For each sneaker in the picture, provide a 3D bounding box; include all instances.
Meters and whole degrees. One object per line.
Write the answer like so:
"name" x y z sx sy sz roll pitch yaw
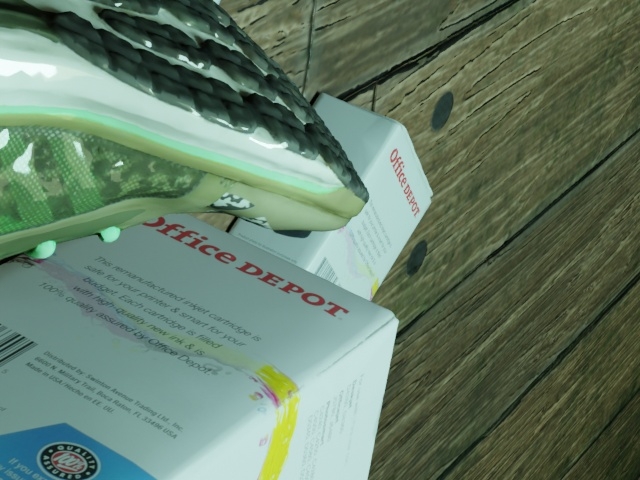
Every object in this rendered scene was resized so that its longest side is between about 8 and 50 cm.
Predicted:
"sneaker" -0.159 -0.041 0.626 0.410 0.158 0.182 11 126 -41

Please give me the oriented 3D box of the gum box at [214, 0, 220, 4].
"gum box" -0.089 -0.173 0.757 0.107 0.062 0.188 14 101 -64

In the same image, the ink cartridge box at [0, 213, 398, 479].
"ink cartridge box" -0.119 0.132 0.818 0.270 0.198 0.197 -32 139 -48

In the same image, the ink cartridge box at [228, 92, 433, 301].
"ink cartridge box" 0.000 0.000 1.072 0.175 0.072 0.127 -58 153 -15
